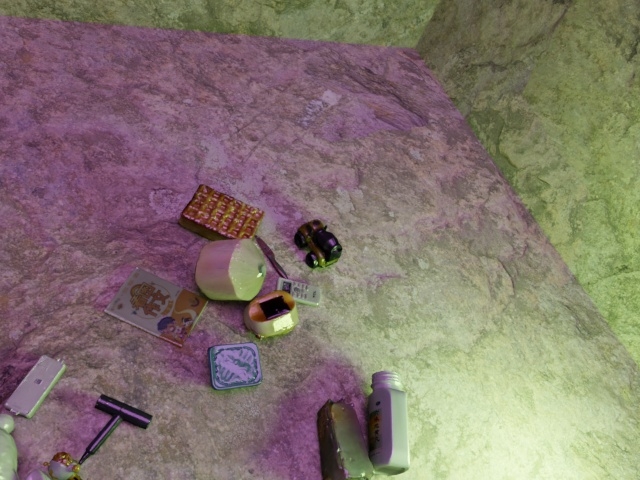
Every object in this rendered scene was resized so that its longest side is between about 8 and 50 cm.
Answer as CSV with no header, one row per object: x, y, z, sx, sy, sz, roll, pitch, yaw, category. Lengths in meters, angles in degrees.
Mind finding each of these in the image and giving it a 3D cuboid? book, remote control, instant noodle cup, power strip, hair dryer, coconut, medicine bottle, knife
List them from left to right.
-0.853,0.435,1.440,0.081,0.035,0.192,25,49,-4,power strip
-0.623,0.581,1.428,0.173,0.050,0.195,23,54,-4,hair dryer
-0.581,0.235,1.717,0.295,0.020,0.208,26,50,-3,book
-0.298,0.439,1.652,0.178,0.070,0.157,0,57,-24,instant noodle cup
-0.313,0.108,1.772,0.244,0.239,0.239,0,47,20,coconut
-0.203,0.067,2.003,0.035,0.018,0.247,-23,66,-31,knife
-0.088,0.208,1.939,0.189,0.029,0.088,16,51,-12,remote control
0.233,0.626,1.666,0.124,0.179,0.325,16,51,-12,medicine bottle

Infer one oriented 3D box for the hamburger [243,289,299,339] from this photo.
-0.183,0.278,1.799,0.210,0.116,0.173,-21,57,-29,hamburger

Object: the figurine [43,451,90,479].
-0.690,0.645,1.320,0.101,0.143,0.068,2,32,32,figurine

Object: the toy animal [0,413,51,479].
-0.817,0.635,1.222,0.357,0.194,0.258,46,48,-1,toy animal

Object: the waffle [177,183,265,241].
-0.407,-0.092,1.989,0.307,0.091,0.213,25,49,-5,waffle

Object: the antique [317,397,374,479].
0.070,0.674,1.605,0.125,0.150,0.284,9,44,-22,antique

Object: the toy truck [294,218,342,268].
0.000,0.000,2.042,0.147,0.165,0.224,-19,64,-32,toy truck
